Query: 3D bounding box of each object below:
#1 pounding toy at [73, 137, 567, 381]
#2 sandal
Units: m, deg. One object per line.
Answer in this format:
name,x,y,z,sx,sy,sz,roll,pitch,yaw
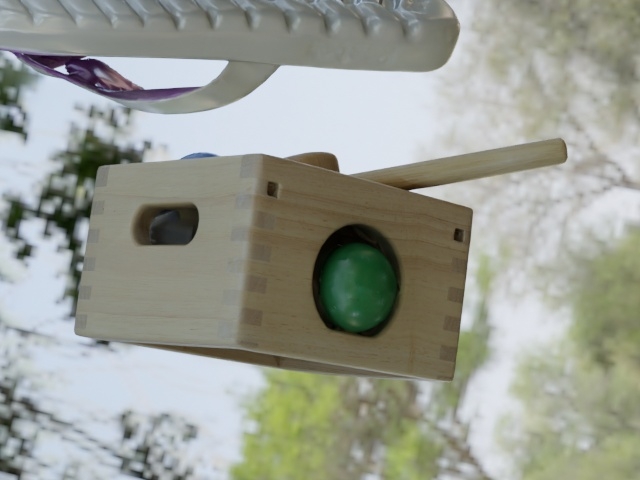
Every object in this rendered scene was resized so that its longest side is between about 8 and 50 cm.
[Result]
pounding toy,0.000,0.000,0.676,0.130,0.141,0.100,13,-99,-39
sandal,-0.105,-0.134,1.173,0.169,0.416,0.102,-110,26,-60
